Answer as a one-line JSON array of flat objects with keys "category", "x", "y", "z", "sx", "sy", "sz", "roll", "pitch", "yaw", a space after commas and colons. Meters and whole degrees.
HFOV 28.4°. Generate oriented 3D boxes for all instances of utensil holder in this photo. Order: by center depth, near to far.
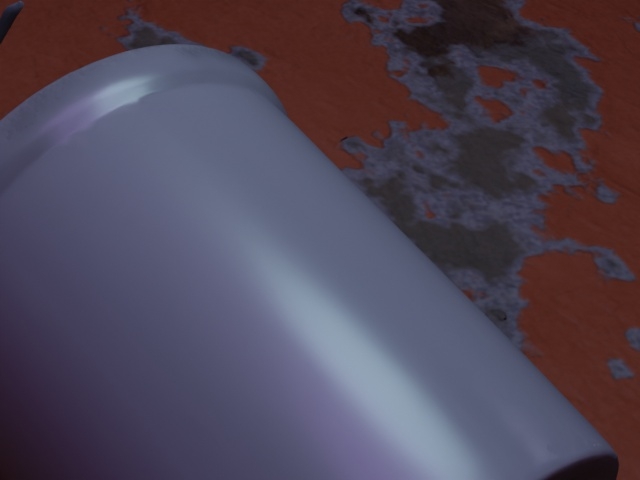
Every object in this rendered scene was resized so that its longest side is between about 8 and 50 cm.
[{"category": "utensil holder", "x": -0.047, "y": 0.112, "z": 0.840, "sx": 0.327, "sy": 0.328, "sz": 0.385, "roll": -24, "pitch": 56, "yaw": -33}]

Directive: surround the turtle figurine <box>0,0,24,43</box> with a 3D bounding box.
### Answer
[{"category": "turtle figurine", "x": -0.272, "y": -0.031, "z": 1.027, "sx": 0.198, "sy": 0.275, "sz": 0.266, "roll": 46, "pitch": 71, "yaw": 1}]
